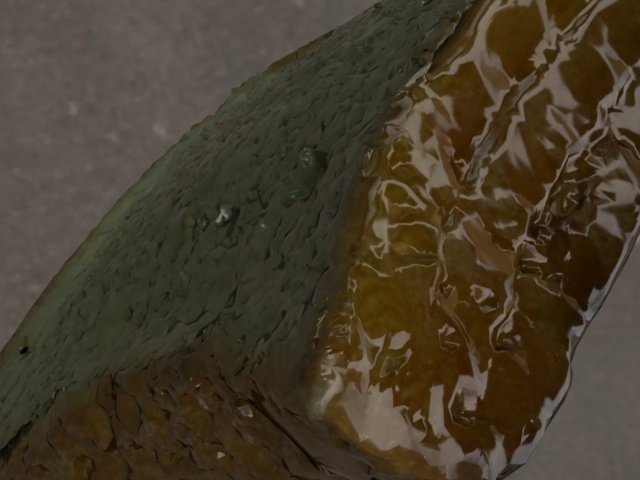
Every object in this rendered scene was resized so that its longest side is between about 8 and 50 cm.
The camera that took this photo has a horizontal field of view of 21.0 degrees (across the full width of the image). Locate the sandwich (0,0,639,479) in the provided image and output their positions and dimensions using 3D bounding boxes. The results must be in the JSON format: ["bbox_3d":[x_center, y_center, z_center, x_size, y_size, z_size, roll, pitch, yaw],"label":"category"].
[{"bbox_3d":[-0.001,-0.001,0.553,0.087,0.251,0.226,47,56,-14],"label":"sandwich"}]
